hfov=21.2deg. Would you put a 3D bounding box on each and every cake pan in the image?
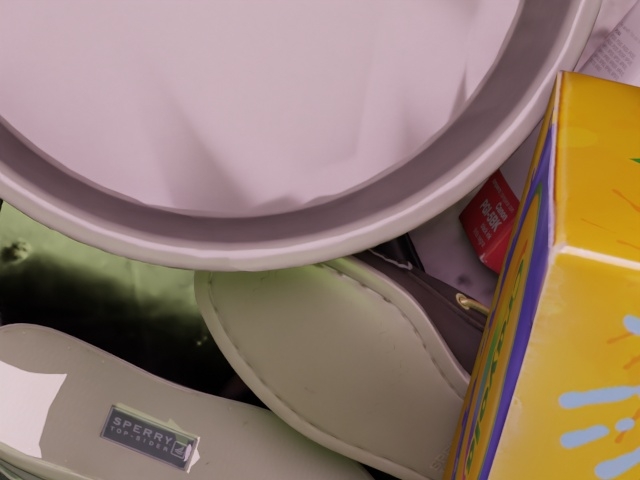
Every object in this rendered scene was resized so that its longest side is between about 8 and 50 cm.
[{"bbox_3d":[-0.035,-0.134,0.657,0.293,0.054,0.293,0,88,-6],"label":"cake pan"}]

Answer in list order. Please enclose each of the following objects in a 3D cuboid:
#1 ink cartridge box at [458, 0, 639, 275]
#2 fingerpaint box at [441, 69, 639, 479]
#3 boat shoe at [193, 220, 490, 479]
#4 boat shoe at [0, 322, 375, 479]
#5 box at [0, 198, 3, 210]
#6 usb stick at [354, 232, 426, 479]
[{"bbox_3d":[0.144,-0.025,0.770,0.099,0.056,0.135,34,104,-17],"label":"ink cartridge box"},{"bbox_3d":[0.211,0.199,0.657,0.371,0.163,0.445,13,118,2],"label":"fingerpaint box"},{"bbox_3d":[0.044,0.057,0.736,0.227,0.069,0.081,37,118,-15],"label":"boat shoe"},{"bbox_3d":[-0.066,0.106,0.789,0.227,0.081,0.079,28,72,-11],"label":"boat shoe"},{"bbox_3d":[-0.243,-0.066,0.680,0.153,0.108,0.207,-32,112,7],"label":"box"},{"bbox_3d":[0.000,0.000,0.769,0.077,0.045,0.278,-22,112,7],"label":"usb stick"}]
